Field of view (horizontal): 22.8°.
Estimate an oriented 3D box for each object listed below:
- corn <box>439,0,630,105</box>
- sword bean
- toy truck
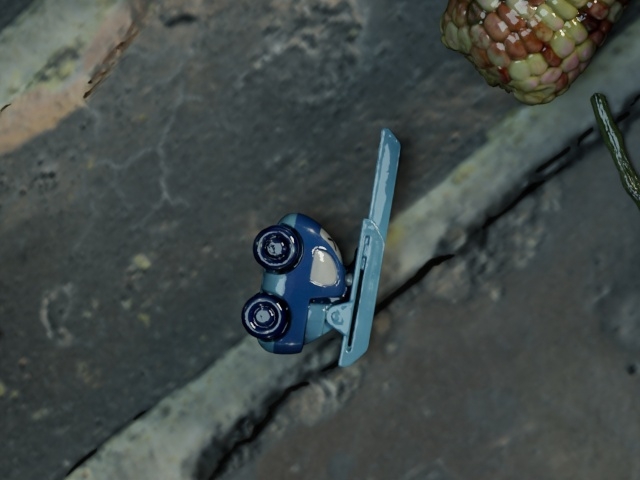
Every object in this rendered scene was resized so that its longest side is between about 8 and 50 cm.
[{"bbox_3d":[0.154,-0.187,0.817,0.086,0.086,0.253,36,101,17],"label":"corn"},{"bbox_3d":[0.164,-0.041,0.856,0.012,0.012,0.083,-26,83,20],"label":"sword bean"},{"bbox_3d":[0.000,0.000,0.898,0.074,0.063,0.136,9,93,1],"label":"toy truck"}]
